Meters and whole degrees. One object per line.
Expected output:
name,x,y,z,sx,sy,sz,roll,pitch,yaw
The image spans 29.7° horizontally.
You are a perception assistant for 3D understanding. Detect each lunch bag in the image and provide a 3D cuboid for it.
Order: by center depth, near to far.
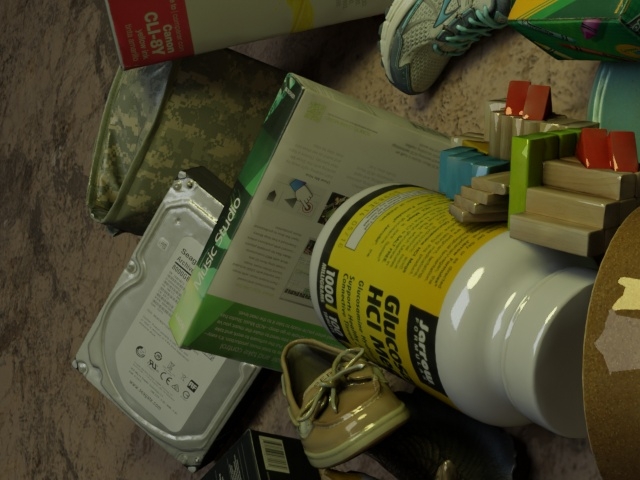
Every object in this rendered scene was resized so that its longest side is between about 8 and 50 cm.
lunch bag,-0.174,-0.128,1.644,0.169,0.235,0.287,29,101,51

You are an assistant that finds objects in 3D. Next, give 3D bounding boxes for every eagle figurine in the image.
eagle figurine,0.100,0.265,1.163,0.226,0.225,0.298,-33,-3,-6

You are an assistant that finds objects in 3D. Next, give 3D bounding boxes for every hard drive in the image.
hard drive,-0.162,0.106,1.569,0.237,0.064,0.339,39,113,14

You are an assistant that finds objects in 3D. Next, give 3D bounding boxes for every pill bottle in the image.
pill bottle,0.145,0.063,1.139,0.334,0.188,0.188,23,95,57

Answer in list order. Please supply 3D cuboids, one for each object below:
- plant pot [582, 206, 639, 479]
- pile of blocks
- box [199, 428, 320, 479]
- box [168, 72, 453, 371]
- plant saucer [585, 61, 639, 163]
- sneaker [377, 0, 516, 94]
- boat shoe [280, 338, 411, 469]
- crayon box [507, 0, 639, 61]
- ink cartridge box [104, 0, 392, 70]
plant pot,0.348,0.091,0.827,0.254,0.237,0.237,2,78,41
pile of blocks,0.184,-0.085,1.111,0.362,0.148,0.113,-138,46,-69
box,-0.070,0.382,1.396,0.184,0.103,0.261,-45,43,31
box,0.000,0.000,1.339,0.322,0.232,0.058,-63,30,14
plant saucer,0.346,-0.130,1.063,0.317,0.043,0.318,-29,53,47
sneaker,0.163,-0.265,1.331,0.122,0.110,0.283,47,129,27
boat shoe,0.008,0.154,1.189,0.089,0.104,0.285,62,167,-5
crayon box,0.304,-0.301,1.103,0.278,0.081,0.165,-63,28,-5
ink cartridge box,-0.093,-0.390,1.505,0.160,0.384,0.279,84,170,-48
